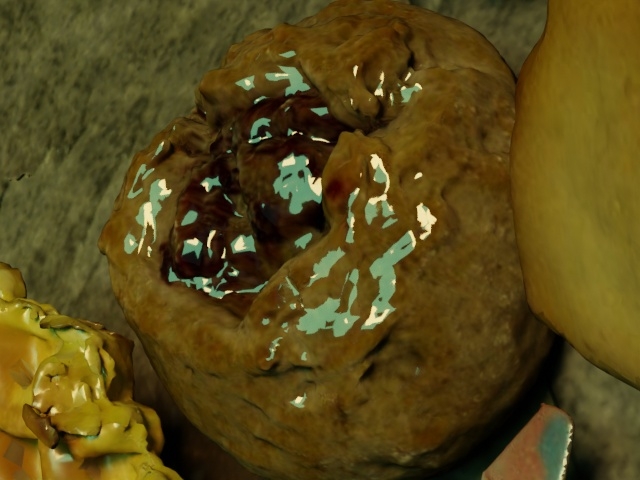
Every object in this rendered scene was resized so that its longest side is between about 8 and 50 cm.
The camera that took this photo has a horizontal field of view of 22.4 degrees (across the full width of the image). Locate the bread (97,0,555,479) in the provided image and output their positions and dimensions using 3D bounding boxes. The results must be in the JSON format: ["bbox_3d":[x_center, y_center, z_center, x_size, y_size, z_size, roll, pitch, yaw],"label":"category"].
[{"bbox_3d":[0.000,0.000,0.738,0.230,0.123,0.230,-11,72,36],"label":"bread"}]

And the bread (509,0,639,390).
[{"bbox_3d":[0.178,-0.050,0.445,0.370,0.192,0.314,-127,38,-70],"label":"bread"}]

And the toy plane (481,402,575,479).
[{"bbox_3d":[0.094,0.234,0.608,0.223,0.104,0.326,-37,61,24],"label":"toy plane"}]

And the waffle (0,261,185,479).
[{"bbox_3d":[-0.163,0.163,0.799,0.325,0.068,0.302,53,128,26],"label":"waffle"}]
